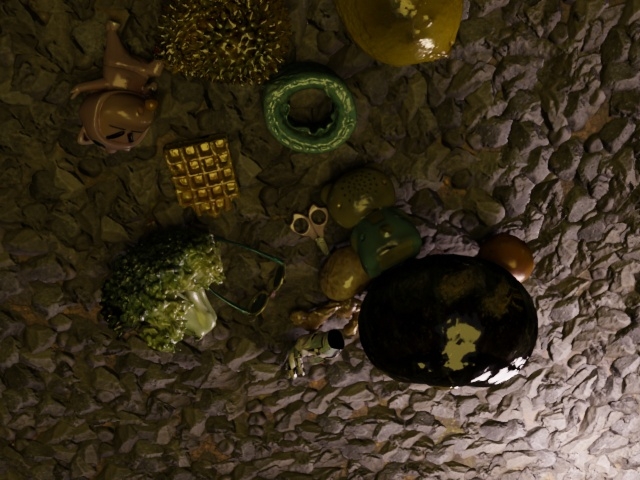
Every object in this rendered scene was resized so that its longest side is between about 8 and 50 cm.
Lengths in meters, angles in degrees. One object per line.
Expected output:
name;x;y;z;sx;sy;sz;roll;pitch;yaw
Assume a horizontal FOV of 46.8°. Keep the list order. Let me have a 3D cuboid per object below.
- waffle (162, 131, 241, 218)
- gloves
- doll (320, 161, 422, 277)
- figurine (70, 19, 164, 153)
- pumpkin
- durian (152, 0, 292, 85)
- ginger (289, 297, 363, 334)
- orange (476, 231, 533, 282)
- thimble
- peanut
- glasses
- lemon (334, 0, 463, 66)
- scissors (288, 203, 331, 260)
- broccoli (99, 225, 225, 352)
waffle;-0.288;-0.149;1.832;0.160;0.055;0.211;-11;119;-3
gloves;-0.034;0.312;2.073;0.212;0.127;0.111;-22;96;34
doll;0.125;-0.060;1.837;0.177;0.261;0.161;-27;159;-3
figurine;-0.444;-0.332;1.656;0.176;0.186;0.287;17;99;-43
pumpkin;0.322;0.208;1.887;0.454;0.454;0.344;5;76;-10
durian;-0.208;-0.453;1.589;0.292;0.258;0.258;5;117;2
ginger;0.030;0.206;2.066;0.193;0.052;0.176;33;109;-30
orange;0.498;0.049;1.994;0.154;0.154;0.134;16;78;-15
thimble;-0.033;-0.317;1.730;0.235;0.143;0.198;22;111;-19
peanut;0.108;0.058;1.946;0.253;0.122;0.137;-33;137;-5
glasses;-0.211;0.083;1.976;0.220;0.088;0.190;36;110;-2
lemon;0.170;-0.515;1.586;0.268;0.268;0.322;-29;105;8
scissors;0.000;0.000;1.968;0.110;0.021;0.212;-27;118;3
broccoli;-0.378;0.129;1.860;0.348;0.293;0.281;-46;116;-27
